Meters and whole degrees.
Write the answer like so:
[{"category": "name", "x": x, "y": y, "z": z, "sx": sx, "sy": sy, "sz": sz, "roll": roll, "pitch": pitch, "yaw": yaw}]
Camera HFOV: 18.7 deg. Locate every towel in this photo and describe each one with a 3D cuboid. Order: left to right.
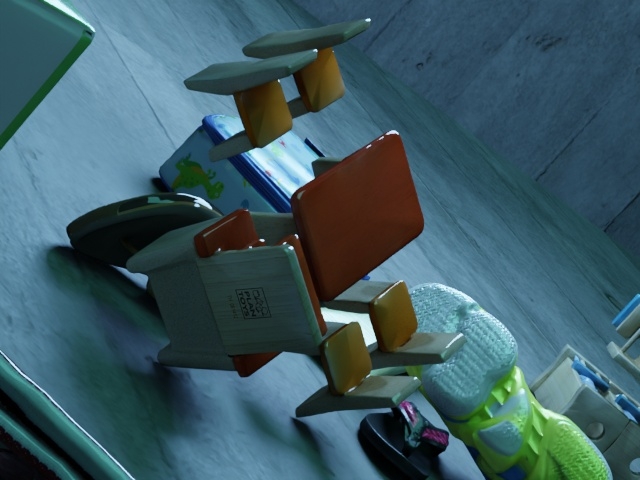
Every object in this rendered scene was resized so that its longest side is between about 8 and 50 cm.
[{"category": "towel", "x": -0.063, "y": 0.145, "z": 0.822, "sx": 0.237, "sy": 0.037, "sz": 0.329, "roll": 42, "pitch": -11, "yaw": 7}]

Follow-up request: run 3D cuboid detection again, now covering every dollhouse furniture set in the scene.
[{"category": "dollhouse furniture set", "x": 0.000, "y": 0.000, "z": 1.345, "sx": 0.259, "sy": 0.135, "sz": 0.262, "roll": -36, "pitch": 113, "yaw": -51}, {"category": "dollhouse furniture set", "x": 0.333, "y": 0.147, "z": 2.031, "sx": 0.129, "sy": 0.184, "sz": 0.129, "roll": 39, "pitch": 11, "yaw": -12}]

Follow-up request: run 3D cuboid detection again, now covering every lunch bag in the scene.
[{"category": "lunch bag", "x": -0.033, "y": -0.027, "z": 1.729, "sx": 0.176, "sy": 0.090, "sz": 0.219, "roll": 48, "pitch": 14, "yaw": 16}]

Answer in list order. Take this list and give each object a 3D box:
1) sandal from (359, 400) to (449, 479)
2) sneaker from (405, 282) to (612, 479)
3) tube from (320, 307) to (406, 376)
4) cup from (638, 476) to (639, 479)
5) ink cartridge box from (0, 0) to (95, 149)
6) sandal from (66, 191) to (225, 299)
[{"category": "sandal", "x": 0.075, "y": 0.149, "z": 1.539, "sx": 0.067, "sy": 0.040, "sz": 0.179, "roll": 44, "pitch": 12, "yaw": 7}, {"category": "sneaker", "x": 0.135, "y": 0.150, "z": 1.597, "sx": 0.240, "sy": 0.091, "sz": 0.126, "roll": 53, "pitch": -22, "yaw": 16}, {"category": "tube", "x": 0.052, "y": 0.085, "z": 1.680, "sx": 0.070, "sy": 0.062, "sz": 0.240, "roll": -1, "pitch": 0, "yaw": 23}, {"category": "cup", "x": 0.382, "y": 0.307, "z": 1.395, "sx": 0.331, "sy": 0.331, "sz": 0.237, "roll": 36, "pitch": 37, "yaw": -24}, {"category": "ink cartridge box", "x": -0.276, "y": -0.132, "z": 1.034, "sx": 0.273, "sy": 0.198, "sz": 0.115, "roll": 50, "pitch": 14, "yaw": 34}, {"category": "sandal", "x": -0.093, "y": 0.026, "z": 1.399, "sx": 0.219, "sy": 0.090, "sz": 0.060, "roll": 38, "pitch": 32, "yaw": -51}]
